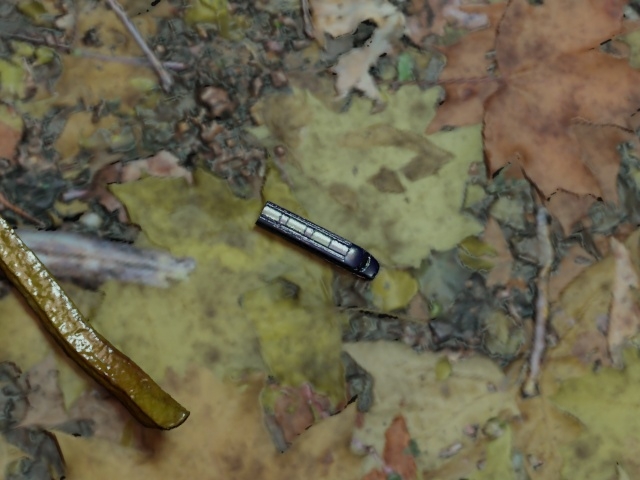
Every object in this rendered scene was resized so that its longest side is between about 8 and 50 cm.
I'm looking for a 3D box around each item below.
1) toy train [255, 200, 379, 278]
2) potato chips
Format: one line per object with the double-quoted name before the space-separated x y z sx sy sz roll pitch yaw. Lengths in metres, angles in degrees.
"toy train" 0.000 0.000 1.124 0.083 0.017 0.017 27 76 -1
"potato chips" -0.156 0.043 1.087 0.026 0.037 0.204 -39 78 -24
